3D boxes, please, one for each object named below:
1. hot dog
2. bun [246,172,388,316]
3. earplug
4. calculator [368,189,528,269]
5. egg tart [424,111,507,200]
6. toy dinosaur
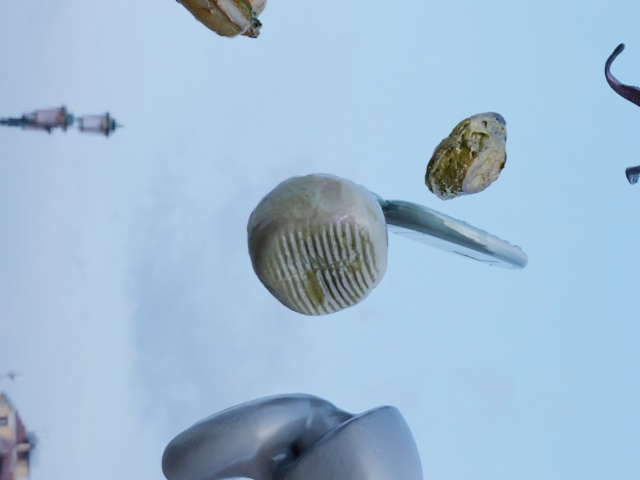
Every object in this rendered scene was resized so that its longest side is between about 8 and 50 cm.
[{"bbox_3d":[-0.157,-0.331,1.151,0.076,0.250,0.104,-15,-146,48],"label":"hot dog"},{"bbox_3d":[0.000,0.000,1.269,0.128,0.178,0.193,-92,168,-49],"label":"bun"},{"bbox_3d":[-0.033,0.271,1.188,0.325,0.214,0.175,5,-97,23],"label":"earplug"},{"bbox_3d":[0.180,-0.013,1.505,0.184,0.295,0.042,-177,-73,-75],"label":"calculator"},{"bbox_3d":[0.186,-0.098,1.222,0.052,0.130,0.130,49,-44,35],"label":"egg tart"},{"bbox_3d":[0.264,-0.060,0.722,0.197,0.045,0.080,50,-29,-10],"label":"toy dinosaur"}]
